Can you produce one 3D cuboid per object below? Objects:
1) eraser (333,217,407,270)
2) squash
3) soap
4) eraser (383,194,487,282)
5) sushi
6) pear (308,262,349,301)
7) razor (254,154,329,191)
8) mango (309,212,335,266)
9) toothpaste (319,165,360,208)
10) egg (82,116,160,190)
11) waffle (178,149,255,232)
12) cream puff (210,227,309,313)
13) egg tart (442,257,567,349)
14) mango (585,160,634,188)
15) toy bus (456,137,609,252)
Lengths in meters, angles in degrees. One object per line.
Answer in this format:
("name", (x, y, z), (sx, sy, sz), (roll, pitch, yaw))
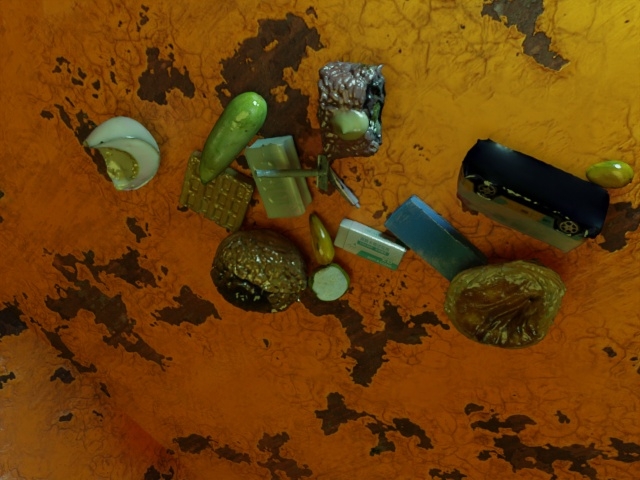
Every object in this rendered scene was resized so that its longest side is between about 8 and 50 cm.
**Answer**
("eraser", (0.162, 0.012, 1.976), (0.225, 0.052, 0.095), (22, 131, 7))
("squash", (-0.291, -0.308, 1.892), (0.118, 0.118, 0.370), (40, 122, -6))
("soap", (-0.130, -0.200, 1.931), (0.150, 0.094, 0.261), (-4, 121, 26))
("eraser", (0.354, 0.003, 1.892), (0.312, 0.042, 0.144), (39, 130, -6))
("sushi", (0.086, -0.343, 1.653), (0.171, 0.236, 0.270), (4, 121, 11))
("pear", (0.026, 0.136, 2.090), (0.141, 0.104, 0.140), (-2, 105, -9))
("razor", (-0.084, -0.199, 1.833), (0.068, 0.232, 0.105), (-147, 56, -59))
("mango", (0.000, 0.000, 2.011), (0.066, 0.101, 0.187), (-18, 91, -10))
("toothpaste", (0.065, -0.164, 1.912), (0.170, 0.028, 0.045), (48, 135, -10))
("egg", (-0.651, -0.316, 2.040), (0.207, 0.161, 0.271), (-24, 151, 2))
("waffle", (-0.351, -0.162, 2.079), (0.248, 0.055, 0.221), (29, 129, 4))
("cream puff", (-0.211, 0.125, 2.097), (0.327, 0.231, 0.342), (-14, 121, 26))
("egg tart", (0.543, 0.177, 1.854), (0.340, 0.153, 0.351), (8, 128, 14))
("mango", (0.749, -0.171, 1.590), (0.114, 0.057, 0.078), (7, 136, 26))
("toy bus", (0.544, -0.113, 1.639), (0.387, 0.171, 0.162), (26, 149, 6))
